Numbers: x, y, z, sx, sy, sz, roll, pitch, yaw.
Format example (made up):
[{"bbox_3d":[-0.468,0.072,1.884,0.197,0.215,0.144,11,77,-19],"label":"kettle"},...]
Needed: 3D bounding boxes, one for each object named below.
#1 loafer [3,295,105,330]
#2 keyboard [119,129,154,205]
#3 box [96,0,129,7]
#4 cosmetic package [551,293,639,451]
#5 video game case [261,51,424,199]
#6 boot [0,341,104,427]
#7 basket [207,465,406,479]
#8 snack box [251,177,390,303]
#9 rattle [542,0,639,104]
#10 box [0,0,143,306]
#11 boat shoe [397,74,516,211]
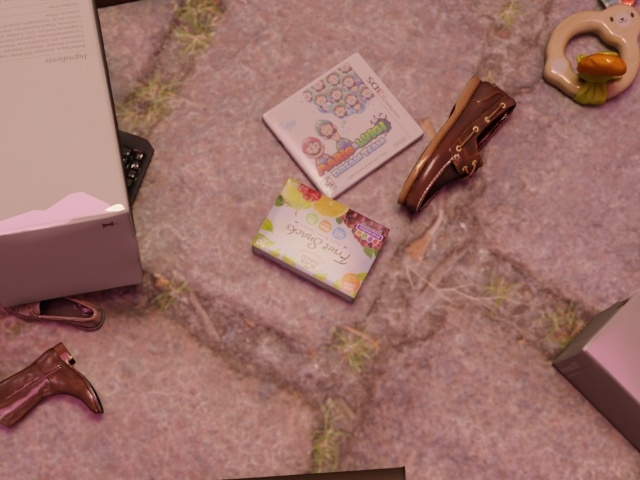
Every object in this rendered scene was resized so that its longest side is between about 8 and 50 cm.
[{"bbox_3d":[-0.317,0.075,1.144,0.125,0.039,0.045,12,74,-1],"label":"loafer"},{"bbox_3d":[-0.384,-0.082,1.190,0.317,0.033,0.201,17,74,1],"label":"keyboard"},{"bbox_3d":[-0.358,-0.376,1.191,0.381,0.191,0.143,-12,75,-8],"label":"box"},{"bbox_3d":[0.398,0.185,1.123,0.238,0.127,0.107,43,76,9],"label":"cosmetic package"},{"bbox_3d":[0.029,-0.147,1.244,0.157,0.019,0.143,-36,79,-12],"label":"video game case"},{"bbox_3d":[-0.320,0.187,1.114,0.114,0.037,0.106,-35,66,-16],"label":"boot"},{"bbox_3d":[-0.023,0.325,1.037,0.227,0.204,0.154,2,115,4],"label":"basket"},{"bbox_3d":[0.000,0.000,1.191,0.141,0.037,0.100,27,75,4],"label":"snack box"},{"bbox_3d":[0.375,-0.285,1.252,0.130,0.143,0.199,32,80,24],"label":"rattle"},{"bbox_3d":[-0.313,-0.130,1.085,0.168,0.215,0.345,-10,69,-10],"label":"box"},{"bbox_3d":[0.174,-0.115,1.218,0.073,0.073,0.207,33,75,7],"label":"boat shoe"}]
